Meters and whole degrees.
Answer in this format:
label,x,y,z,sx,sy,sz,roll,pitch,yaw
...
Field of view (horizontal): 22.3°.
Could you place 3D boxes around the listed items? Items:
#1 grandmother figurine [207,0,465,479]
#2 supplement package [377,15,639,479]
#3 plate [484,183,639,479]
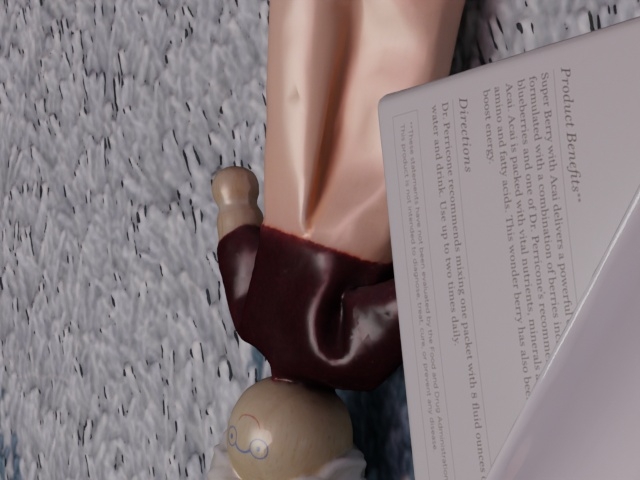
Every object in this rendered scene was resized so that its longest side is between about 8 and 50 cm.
label,x,y,z,sx,sy,sz,roll,pitch,yaw
grandmother figurine,0.000,0.000,0.881,0.208,0.104,0.342,19,102,59
supplement package,0.186,0.007,0.579,0.293,0.175,0.178,-11,82,51
plate,0.181,0.065,0.413,0.277,0.045,0.278,47,127,38
